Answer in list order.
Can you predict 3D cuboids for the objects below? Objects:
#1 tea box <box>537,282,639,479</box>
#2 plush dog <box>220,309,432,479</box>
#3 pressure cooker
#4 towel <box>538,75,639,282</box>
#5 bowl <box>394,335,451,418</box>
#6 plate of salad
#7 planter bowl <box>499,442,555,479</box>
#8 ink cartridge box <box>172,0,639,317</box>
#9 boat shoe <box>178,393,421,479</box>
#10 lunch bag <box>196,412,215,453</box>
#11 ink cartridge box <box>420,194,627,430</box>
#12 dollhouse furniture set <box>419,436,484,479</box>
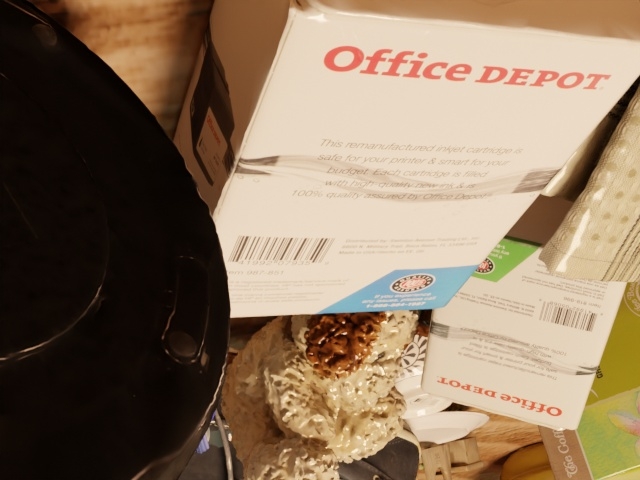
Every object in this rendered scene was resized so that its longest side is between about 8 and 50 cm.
[{"bbox_3d":[0.444,0.177,1.126,0.324,0.219,0.329,-26,147,20],"label":"tea box"},{"bbox_3d":[0.008,0.112,0.931,0.225,0.210,0.262,-46,167,23],"label":"plush dog"},{"bbox_3d":[-0.304,0.079,0.519,0.376,0.369,0.420,21,131,-36],"label":"pressure cooker"},{"bbox_3d":[0.321,-0.103,0.677,0.312,0.056,0.324,6,119,-34],"label":"towel"},{"bbox_3d":[0.108,0.157,1.099,0.170,0.080,0.170,-9,150,-5],"label":"bowl"},{"bbox_3d":[0.130,0.249,1.294,0.200,0.048,0.200,-6,158,-2],"label":"plate of salad"},{"bbox_3d":[0.375,0.399,1.596,0.217,0.090,0.217,-10,150,-6],"label":"planter bowl"},{"bbox_3d":[0.033,-0.077,0.628,0.223,0.129,0.307,0,147,-21],"label":"ink cartridge box"},{"bbox_3d":[-0.084,0.253,1.080,0.500,0.156,0.187,21,134,-30],"label":"boat shoe"},{"bbox_3d":[-0.144,0.083,0.781,0.090,0.176,0.219,-10,149,-5],"label":"lunch bag"},{"bbox_3d":[0.179,0.058,0.844,0.153,0.087,0.208,14,132,12],"label":"ink cartridge box"},{"bbox_3d":[0.130,0.363,1.414,0.182,0.101,0.161,-17,167,35],"label":"dollhouse furniture set"}]
